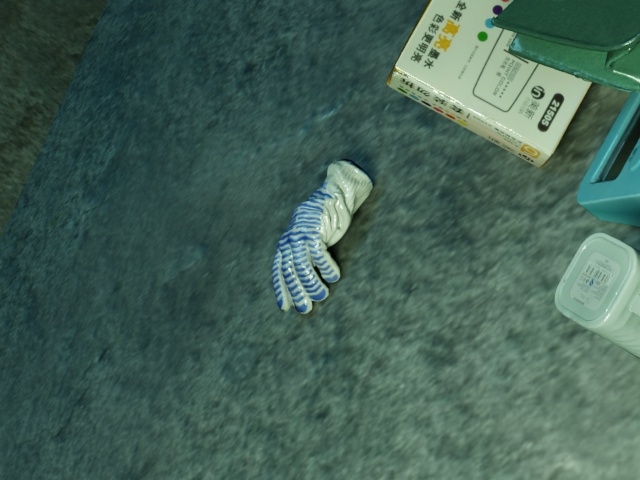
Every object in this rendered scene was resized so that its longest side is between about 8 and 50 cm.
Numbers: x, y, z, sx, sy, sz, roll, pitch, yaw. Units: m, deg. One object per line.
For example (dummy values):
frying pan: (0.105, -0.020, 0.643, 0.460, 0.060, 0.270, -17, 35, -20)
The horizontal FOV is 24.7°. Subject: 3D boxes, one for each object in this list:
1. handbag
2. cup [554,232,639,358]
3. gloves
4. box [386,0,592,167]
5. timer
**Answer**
handbag: (0.354, -0.323, 1.577, 0.326, 0.089, 0.238, -55, 38, -5)
cup: (0.307, 0.066, 1.360, 0.095, 0.129, 0.128, -61, 29, 6)
gloves: (-0.004, -0.005, 2.011, 0.119, 0.097, 0.229, 104, -173, -77)
box: (0.235, -0.254, 1.724, 0.274, 0.221, 0.091, -62, -3, -9)
timer: (0.369, -0.128, 1.510, 0.232, 0.091, 0.250, -61, 21, -8)
